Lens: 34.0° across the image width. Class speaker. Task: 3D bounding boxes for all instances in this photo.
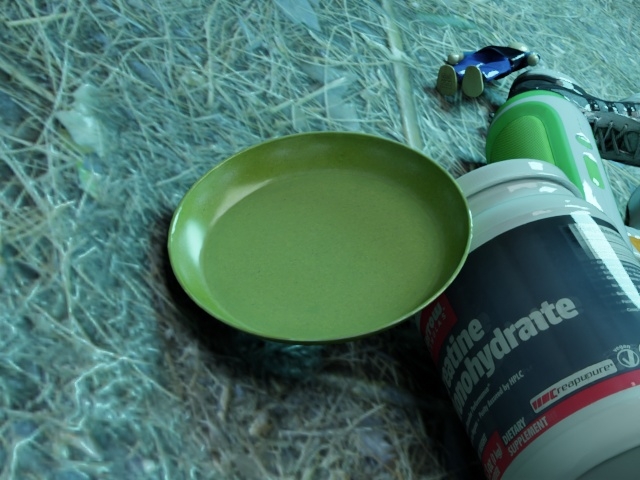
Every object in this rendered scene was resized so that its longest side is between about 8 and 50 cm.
[{"bbox_3d":[0.251,-0.042,1.131,0.131,0.131,0.297,25,34,-18],"label":"speaker"}]

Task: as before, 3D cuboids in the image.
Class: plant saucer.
[{"bbox_3d":[0.000,0.000,0.838,0.240,0.037,0.241,-3,43,3],"label":"plant saucer"}]

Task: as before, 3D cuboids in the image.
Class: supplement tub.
[{"bbox_3d":[0.190,0.085,0.858,0.191,0.191,0.272,10,41,-35],"label":"supplement tub"}]

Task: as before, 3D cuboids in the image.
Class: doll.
[{"bbox_3d":[0.223,-0.233,1.385,0.129,0.046,0.189,9,25,36],"label":"doll"}]

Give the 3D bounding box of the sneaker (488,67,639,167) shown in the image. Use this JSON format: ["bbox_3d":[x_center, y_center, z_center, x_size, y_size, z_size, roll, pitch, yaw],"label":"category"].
[{"bbox_3d":[0.344,-0.130,1.319,0.268,0.101,0.153,22,36,22],"label":"sneaker"}]

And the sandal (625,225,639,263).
[{"bbox_3d":[0.413,0.053,1.201,0.265,0.076,0.102,17,22,-4],"label":"sandal"}]

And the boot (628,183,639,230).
[{"bbox_3d":[0.470,-0.016,1.357,0.123,0.095,0.258,44,39,-5],"label":"boot"}]
